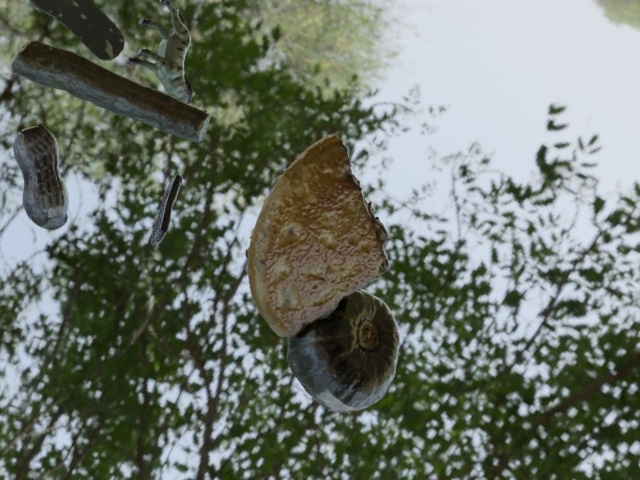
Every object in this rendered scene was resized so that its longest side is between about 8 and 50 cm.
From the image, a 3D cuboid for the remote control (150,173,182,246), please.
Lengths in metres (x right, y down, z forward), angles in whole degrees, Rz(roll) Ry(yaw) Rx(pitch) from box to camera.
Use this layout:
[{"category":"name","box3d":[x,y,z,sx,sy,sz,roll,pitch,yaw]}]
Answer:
[{"category":"remote control","box3d":[-0.347,-0.070,1.954,0.028,0.059,0.212,29,-143,-21]}]

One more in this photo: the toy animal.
[{"category":"toy animal","box3d":[-0.329,-0.402,1.906,0.073,0.216,0.176,8,168,45]}]

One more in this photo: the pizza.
[{"category":"pizza","box3d":[0.000,0.000,1.608,0.278,0.408,0.114,1,-154,-21]}]

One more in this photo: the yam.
[{"category":"yam","box3d":[-0.288,-0.205,1.202,0.274,0.061,0.061,22,-156,-6]}]

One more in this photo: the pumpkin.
[{"category":"pumpkin","box3d":[0.036,0.214,1.752,0.260,0.189,0.260,23,-123,-42]}]

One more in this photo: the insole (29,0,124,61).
[{"category":"insole","box3d":[-0.431,-0.402,1.457,0.248,0.081,0.011,44,166,-28]}]

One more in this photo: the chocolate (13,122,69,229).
[{"category":"chocolate","box3d":[-0.641,-0.143,1.982,0.110,0.248,0.110,-10,-170,2]}]
